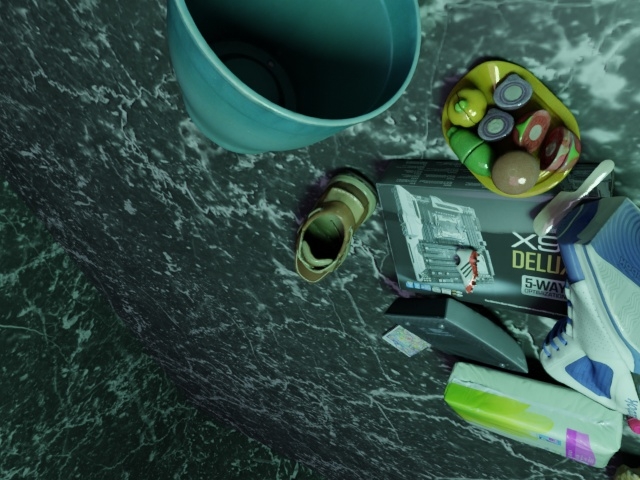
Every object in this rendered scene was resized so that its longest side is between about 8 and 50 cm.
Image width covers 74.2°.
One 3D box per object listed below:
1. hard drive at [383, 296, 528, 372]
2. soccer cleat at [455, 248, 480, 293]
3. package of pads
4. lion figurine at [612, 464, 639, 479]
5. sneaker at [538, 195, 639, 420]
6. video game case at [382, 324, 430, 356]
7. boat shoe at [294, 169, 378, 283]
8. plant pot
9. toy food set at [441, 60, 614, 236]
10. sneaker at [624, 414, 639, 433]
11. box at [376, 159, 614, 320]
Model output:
[{"bbox_3d":[0.266,0.180,0.818,0.254,0.054,0.172,33,158,-26],"label":"hard drive"},{"bbox_3d":[0.227,0.047,0.656,0.035,0.029,0.083,19,138,36],"label":"soccer cleat"},{"bbox_3d":[0.428,0.354,0.868,0.296,0.101,0.229,8,154,33],"label":"package of pads"},{"bbox_3d":[0.740,0.634,0.952,0.240,0.142,0.392,24,147,26],"label":"lion figurine"},{"bbox_3d":[0.348,0.115,0.535,0.316,0.127,0.182,59,158,-8],"label":"sneaker"},{"bbox_3d":[0.212,0.238,1.025,0.087,0.011,0.122,34,144,1],"label":"video game case"},{"bbox_3d":[0.000,0.000,0.833,0.122,0.120,0.324,31,144,5],"label":"boat shoe"},{"bbox_3d":[-0.064,-0.232,0.525,0.272,0.272,0.255,46,157,-15],"label":"plant pot"},{"bbox_3d":[0.229,-0.117,0.502,0.218,0.071,0.128,51,123,14],"label":"toy food set"},{"bbox_3d":[0.649,0.331,0.701,0.299,0.112,0.121,25,143,12],"label":"sneaker"},{"bbox_3d":[0.260,-0.002,0.662,0.307,0.077,0.243,9,136,31],"label":"box"}]
